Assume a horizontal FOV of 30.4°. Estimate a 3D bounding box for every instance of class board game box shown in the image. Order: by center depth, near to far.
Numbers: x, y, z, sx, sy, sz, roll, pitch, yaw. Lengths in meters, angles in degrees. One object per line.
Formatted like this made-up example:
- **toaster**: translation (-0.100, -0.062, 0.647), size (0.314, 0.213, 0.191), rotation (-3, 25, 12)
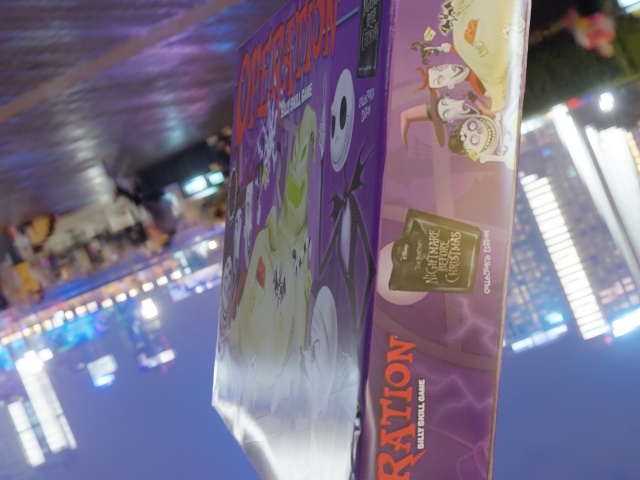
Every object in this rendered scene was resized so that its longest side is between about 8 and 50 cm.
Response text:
- **board game box**: translation (0.000, 0.000, 0.501), size (0.056, 0.208, 0.347), rotation (8, 180, -12)
